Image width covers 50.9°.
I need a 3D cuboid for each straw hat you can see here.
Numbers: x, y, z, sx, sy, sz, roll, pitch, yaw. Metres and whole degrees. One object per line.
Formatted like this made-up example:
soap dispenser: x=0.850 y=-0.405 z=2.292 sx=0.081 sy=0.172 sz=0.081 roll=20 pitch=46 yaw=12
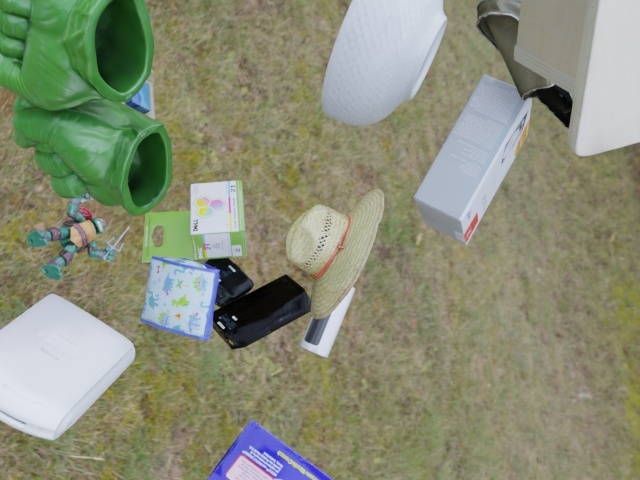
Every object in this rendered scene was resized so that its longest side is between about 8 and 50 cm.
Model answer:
straw hat: x=0.000 y=0.000 z=0.665 sx=0.061 sy=0.144 sz=0.144 roll=27 pitch=63 yaw=-15

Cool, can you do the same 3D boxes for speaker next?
speaker: x=0.014 y=0.136 z=1.198 sx=0.055 sy=0.055 sz=0.136 roll=27 pitch=83 yaw=-29

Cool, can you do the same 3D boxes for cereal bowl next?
cereal bowl: x=0.136 y=-0.359 z=1.234 sx=0.141 sy=0.339 sz=0.339 roll=26 pitch=59 yaw=6

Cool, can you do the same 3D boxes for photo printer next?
photo printer: x=-0.584 y=0.270 z=1.439 sx=0.256 sy=0.107 sz=0.307 roll=32 pitch=30 yaw=3

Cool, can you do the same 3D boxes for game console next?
game console: x=-0.189 y=0.119 z=1.597 sx=0.213 sy=0.361 sz=0.044 roll=-26 pitch=124 yaw=-21

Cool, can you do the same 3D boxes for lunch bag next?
lunch bag: x=-0.241 y=0.101 z=1.213 sx=0.096 sy=0.151 sz=0.129 roll=6 pitch=93 yaw=-47

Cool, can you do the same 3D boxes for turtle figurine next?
turtle figurine: x=-0.538 y=-0.014 z=1.514 sx=0.175 sy=0.118 sz=0.234 roll=55 pitch=36 yaw=-7

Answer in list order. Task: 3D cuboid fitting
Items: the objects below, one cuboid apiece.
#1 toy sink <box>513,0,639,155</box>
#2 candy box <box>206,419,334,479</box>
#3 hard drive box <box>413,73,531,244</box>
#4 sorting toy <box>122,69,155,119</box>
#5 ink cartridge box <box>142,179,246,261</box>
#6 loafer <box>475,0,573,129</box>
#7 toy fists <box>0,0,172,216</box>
toy sink: x=0.296 y=-0.229 z=0.681 sx=0.152 sy=0.131 sz=0.234 roll=-16 pitch=127 yaw=-12
candy box: x=-0.040 y=0.428 z=0.940 sx=0.268 sy=0.317 sz=0.122 roll=33 pitch=54 yaw=13
hard drive box: x=0.257 y=-0.128 z=1.127 sx=0.232 sy=0.089 sz=0.181 roll=-60 pitch=161 yaw=-2
sorting toy: x=-0.393 y=-0.254 z=1.162 sx=0.307 sy=0.041 sz=0.229 roll=22 pitch=58 yaw=-55
ink cartridge box: x=-0.316 y=-0.047 z=1.671 sx=0.255 sy=0.097 sz=0.189 roll=-4 pitch=46 yaw=-7
loafer: x=0.317 y=-0.251 z=0.965 sx=0.251 sy=0.094 sz=0.087 roll=39 pitch=76 yaw=-4
toy fists: x=-0.228 y=-0.136 z=0.614 sx=0.142 sy=0.279 sz=0.096 roll=28 pitch=57 yaw=17
